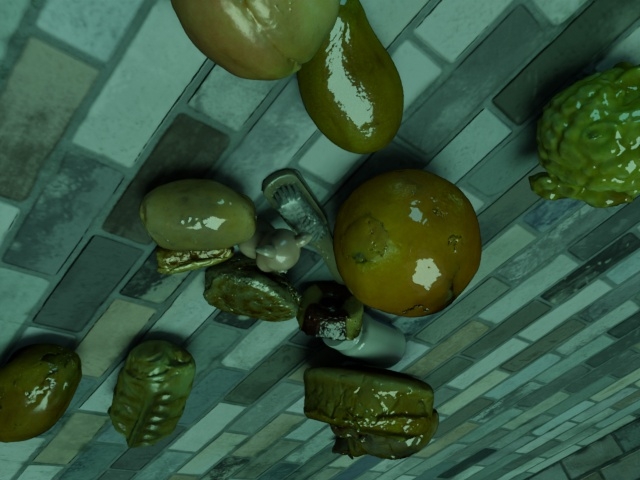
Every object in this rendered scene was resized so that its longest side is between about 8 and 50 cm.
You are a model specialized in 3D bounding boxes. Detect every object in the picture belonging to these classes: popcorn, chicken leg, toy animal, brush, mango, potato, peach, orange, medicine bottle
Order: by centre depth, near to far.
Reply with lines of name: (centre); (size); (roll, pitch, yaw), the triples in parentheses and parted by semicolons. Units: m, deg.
peach: (-0.072, -0.268, 0.576); (0.184, 0.184, 0.184); (-10, 137, -9)
mango: (0.037, -0.217, 0.721); (0.136, 0.099, 0.227); (-19, 130, 7)
potato: (-0.186, -0.039, 0.820); (0.178, 0.109, 0.118); (-3, 170, -10)
popcorn: (0.461, -0.154, 0.863); (0.237, 0.206, 0.251); (-1, 149, -38)
toy animal: (-0.088, 0.007, 0.885); (0.083, 0.150, 0.089); (-55, 133, -21)
orange: (0.142, 0.005, 0.885); (0.246, 0.246, 0.246); (-10, 137, -9)
brush: (0.000, 0.000, 0.961); (0.070, 0.065, 0.327); (-29, 138, 8)
mango: (-0.550, 0.292, 1.031); (0.248, 0.151, 0.156); (-44, 162, 19)
medicine bottle: (0.096, 0.213, 1.185); (0.186, 0.103, 0.103); (28, 121, -38)
chicken leg: (0.119, 0.518, 1.502); (0.295, 0.182, 0.409); (18, 143, -22)

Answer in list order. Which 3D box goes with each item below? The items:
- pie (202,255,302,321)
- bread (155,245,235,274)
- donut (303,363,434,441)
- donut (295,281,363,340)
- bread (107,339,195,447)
pie: (-0.130, 0.098, 1.009); (0.163, 0.079, 0.193); (-22, 136, 26)
bread: (-0.210, 0.021, 0.901); (0.132, 0.074, 0.053); (-12, 101, -10)
donut: (0.112, 0.371, 1.231); (0.330, 0.160, 0.330); (2, 164, 1)
donut: (0.022, 0.138, 1.063); (0.140, 0.140, 0.059); (-2, 126, -17)
bread: (-0.349, 0.312, 1.118); (0.152, 0.130, 0.268); (11, 129, -22)
